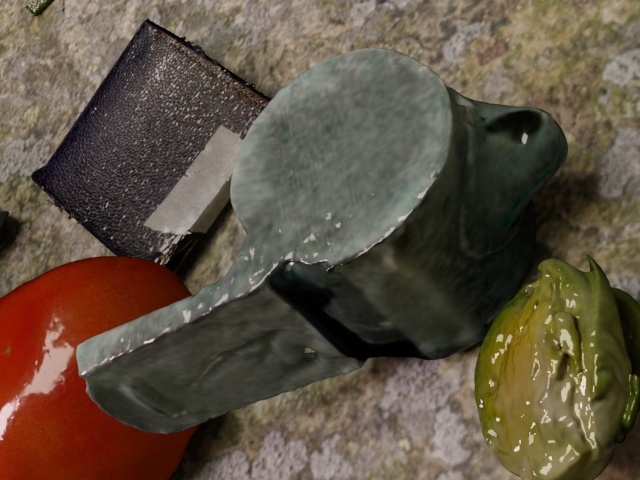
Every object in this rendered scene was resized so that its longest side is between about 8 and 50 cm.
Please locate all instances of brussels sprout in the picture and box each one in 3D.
[{"bbox_3d":[0.168,0.096,1.064,0.139,0.100,0.181,-39,44,35],"label":"brussels sprout"}]

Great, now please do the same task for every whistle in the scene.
[{"bbox_3d":[0.004,0.026,1.178,0.405,0.168,0.188,-47,49,1],"label":"whistle"}]

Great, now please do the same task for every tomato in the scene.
[{"bbox_3d":[-0.218,0.130,1.364,0.260,0.180,0.260,-21,54,33],"label":"tomato"}]

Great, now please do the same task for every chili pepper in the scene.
[{"bbox_3d":[-0.334,-0.313,1.877,0.083,0.022,0.027,-56,42,9],"label":"chili pepper"}]

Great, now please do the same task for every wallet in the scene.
[{"bbox_3d":[-0.165,-0.091,1.544,0.221,0.071,0.262,-52,44,-1],"label":"wallet"}]

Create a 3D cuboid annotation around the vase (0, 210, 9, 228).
[{"bbox_3d":[-0.500,0.055,1.725,0.251,0.156,0.301,33,98,37],"label":"vase"}]
